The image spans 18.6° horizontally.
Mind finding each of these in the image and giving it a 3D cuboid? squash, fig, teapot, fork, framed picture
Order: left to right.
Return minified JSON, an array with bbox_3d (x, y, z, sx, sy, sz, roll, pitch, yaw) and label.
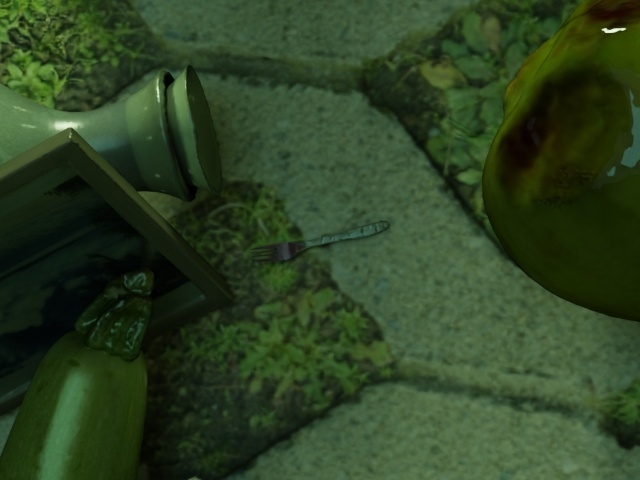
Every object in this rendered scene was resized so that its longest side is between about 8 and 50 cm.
[{"bbox_3d":[-0.257,0.049,1.511,0.315,0.232,0.024,-28,47,15],"label":"framed picture"},{"bbox_3d":[-0.210,-0.063,1.545,0.250,0.183,0.183,-13,76,7],"label":"teapot"},{"bbox_3d":[-0.187,0.158,1.515,0.137,0.137,0.287,13,84,23],"label":"squash"},{"bbox_3d":[0.000,0.001,1.530,0.115,0.012,0.016,-14,80,14],"label":"fork"},{"bbox_3d":[0.250,-0.045,1.330,0.271,0.239,0.239,35,95,4],"label":"fig"}]

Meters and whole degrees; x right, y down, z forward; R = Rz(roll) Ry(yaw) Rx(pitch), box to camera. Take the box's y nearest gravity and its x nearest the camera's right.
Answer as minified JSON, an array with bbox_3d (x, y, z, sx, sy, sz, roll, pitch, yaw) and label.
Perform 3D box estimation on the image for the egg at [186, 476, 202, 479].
[{"bbox_3d":[-0.070,0.289,1.417,0.176,0.176,0.232,-40,72,11],"label":"egg"}]
